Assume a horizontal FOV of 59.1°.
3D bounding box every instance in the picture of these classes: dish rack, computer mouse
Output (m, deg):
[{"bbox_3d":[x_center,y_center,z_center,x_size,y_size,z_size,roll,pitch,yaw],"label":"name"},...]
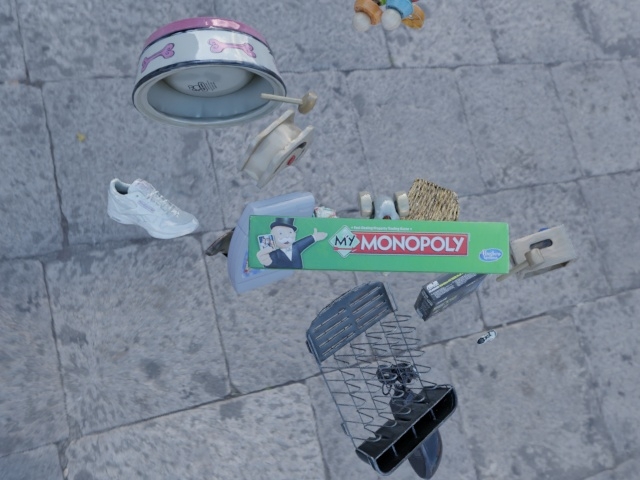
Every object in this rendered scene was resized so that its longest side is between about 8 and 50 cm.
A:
[{"bbox_3d":[0.098,0.208,0.922,0.208,0.074,0.271,-29,101,-36],"label":"dish rack"},{"bbox_3d":[0.226,0.414,1.322,0.072,0.188,0.272,-14,79,-20],"label":"computer mouse"}]

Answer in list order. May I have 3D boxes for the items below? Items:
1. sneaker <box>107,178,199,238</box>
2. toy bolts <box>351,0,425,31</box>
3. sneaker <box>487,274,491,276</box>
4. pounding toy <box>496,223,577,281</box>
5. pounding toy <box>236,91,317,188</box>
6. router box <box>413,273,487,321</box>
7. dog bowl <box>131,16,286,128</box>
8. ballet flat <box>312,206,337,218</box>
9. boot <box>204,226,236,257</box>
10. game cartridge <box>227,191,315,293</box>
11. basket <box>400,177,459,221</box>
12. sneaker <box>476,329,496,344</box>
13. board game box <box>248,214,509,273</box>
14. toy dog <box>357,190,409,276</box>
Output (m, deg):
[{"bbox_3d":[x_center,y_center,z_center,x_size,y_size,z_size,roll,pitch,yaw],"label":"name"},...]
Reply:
[{"bbox_3d":[-0.520,-0.100,1.730,0.305,0.152,0.114,16,36,7],"label":"sneaker"},{"bbox_3d":[0.221,-0.677,1.705,0.218,0.228,0.158,33,86,-22],"label":"toy bolts"},{"bbox_3d":[0.592,0.068,1.952,0.061,0.158,0.065,31,66,9],"label":"sneaker"},{"bbox_3d":[0.481,0.027,1.304,0.181,0.206,0.094,-19,73,11],"label":"pounding toy"},{"bbox_3d":[-0.115,-0.254,1.381,0.155,0.154,0.269,40,55,3],"label":"pounding toy"},{"bbox_3d":[0.227,0.084,0.984,0.122,0.092,0.038,-28,66,-14],"label":"router box"},{"bbox_3d":[-0.302,-0.447,1.533,0.408,0.408,0.150,-3,80,-23],"label":"dog bowl"},{"bbox_3d":[0.000,0.000,1.596,0.077,0.241,0.091,-9,52,-19],"label":"ballet flat"},{"bbox_3d":[-0.281,0.028,1.809,0.106,0.082,0.219,53,30,-3],"label":"boot"},{"bbox_3d":[-0.133,0.013,1.419,0.198,0.297,0.062,-21,56,-34],"label":"game cartridge"},{"bbox_3d":[0.380,-0.044,2.088,0.213,0.223,0.299,24,46,10],"label":"basket"},{"bbox_3d":[0.606,0.357,2.061,0.032,0.083,0.037,54,19,18],"label":"sneaker"},{"bbox_3d":[0.035,0.011,0.607,0.214,0.317,0.046,0,87,-5],"label":"board game box"},{"bbox_3d":[0.213,-0.008,1.804,0.220,0.161,0.333,-22,123,12],"label":"toy dog"}]
